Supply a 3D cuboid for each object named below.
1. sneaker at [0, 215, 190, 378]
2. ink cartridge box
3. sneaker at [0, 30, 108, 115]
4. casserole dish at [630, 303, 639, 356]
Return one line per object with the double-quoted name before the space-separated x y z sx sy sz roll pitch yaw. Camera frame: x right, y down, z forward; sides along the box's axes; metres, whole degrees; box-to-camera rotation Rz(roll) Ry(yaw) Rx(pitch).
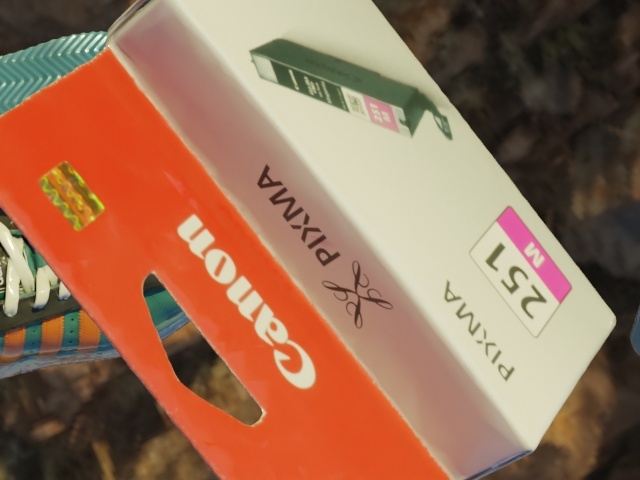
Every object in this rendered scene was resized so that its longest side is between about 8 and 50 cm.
"sneaker" -0.201 0.031 1.181 0.302 0.108 0.121 -20 161 11
"ink cartridge box" 0.000 0.000 0.791 0.060 0.275 0.239 -34 -173 38
"sneaker" -0.196 -0.093 1.280 0.228 0.087 0.092 -6 157 5
"casserole dish" 0.286 0.017 1.340 0.188 0.037 0.114 -60 164 -27
